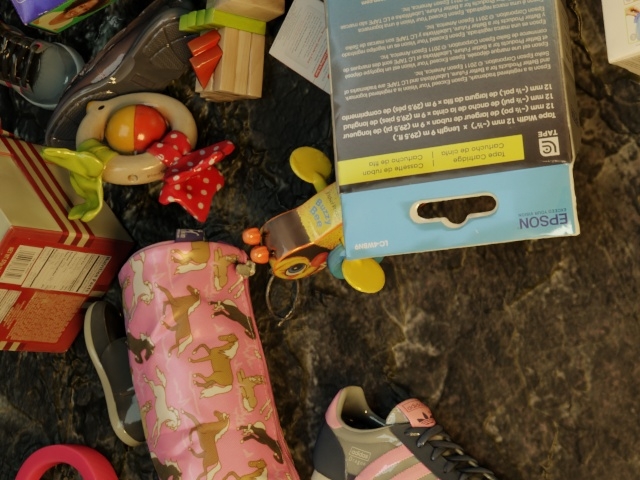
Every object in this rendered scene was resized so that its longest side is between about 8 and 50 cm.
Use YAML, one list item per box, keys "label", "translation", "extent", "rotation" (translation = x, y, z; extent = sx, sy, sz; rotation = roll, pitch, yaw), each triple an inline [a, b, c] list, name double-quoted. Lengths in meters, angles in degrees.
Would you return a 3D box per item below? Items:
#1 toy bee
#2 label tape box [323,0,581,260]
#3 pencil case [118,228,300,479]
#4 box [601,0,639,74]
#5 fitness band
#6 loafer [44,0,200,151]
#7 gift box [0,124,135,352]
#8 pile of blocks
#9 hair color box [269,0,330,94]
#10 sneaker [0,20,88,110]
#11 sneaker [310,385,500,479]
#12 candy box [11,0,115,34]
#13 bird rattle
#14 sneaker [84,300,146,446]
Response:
- label: "toy bee"
  translation: [0.000, 0.000, 1.518]
  extent: [0.195, 0.162, 0.298]
  rotation: [42, 111, 34]
- label: "label tape box"
  translation: [0.143, -0.155, 1.396]
  extent: [0.249, 0.115, 0.347]
  rotation: [-7, 80, 17]
- label: "pencil case"
  translation: [-0.137, 0.185, 1.612]
  extent: [0.167, 0.160, 0.386]
  rotation: [-31, 64, 41]
- label: "box"
  translation: [0.345, -0.273, 1.286]
  extent: [0.103, 0.114, 0.203]
  rotation: [-14, 75, 40]
- label: "fitness band"
  translation: [-0.358, 0.434, 1.843]
  extent: [0.209, 0.054, 0.290]
  rotation: [-11, 78, 37]
- label: "loafer"
  translation: [-0.276, -0.234, 1.842]
  extent: [0.302, 0.109, 0.095]
  rotation: [-39, 41, 23]
- label: "gift box"
  translation: [-0.461, -0.016, 1.850]
  extent: [0.255, 0.276, 0.258]
  rotation: [-52, 53, 17]
- label: "pile of blocks"
  translation: [-0.113, -0.349, 1.670]
  extent: [0.149, 0.113, 0.362]
  rotation: [38, 113, 48]
- label: "hair color box"
  translation: [0.021, -0.232, 1.601]
  extent: [0.167, 0.053, 0.093]
  rotation: [39, 108, 38]
- label: "sneaker"
  translation: [-0.492, -0.285, 1.968]
  extent: [0.295, 0.178, 0.123]
  rotation: [25, 100, 40]
- label: "sneaker"
  translation: [0.116, 0.245, 1.416]
  extent: [0.319, 0.112, 0.131]
  rotation: [10, 94, 40]
- label: "candy box"
  translation: [-0.303, -0.471, 1.742]
  extent: [0.317, 0.122, 0.268]
  rotation: [-27, 89, 12]
- label: "bird rattle"
  translation: [-0.240, -0.128, 1.735]
  extent: [0.254, 0.143, 0.207]
  rotation: [-10, 48, 8]
- label: "sneaker"
  translation: [-0.239, 0.159, 1.770]
  extent: [0.118, 0.083, 0.222]
  rotation: [-33, 60, 16]
